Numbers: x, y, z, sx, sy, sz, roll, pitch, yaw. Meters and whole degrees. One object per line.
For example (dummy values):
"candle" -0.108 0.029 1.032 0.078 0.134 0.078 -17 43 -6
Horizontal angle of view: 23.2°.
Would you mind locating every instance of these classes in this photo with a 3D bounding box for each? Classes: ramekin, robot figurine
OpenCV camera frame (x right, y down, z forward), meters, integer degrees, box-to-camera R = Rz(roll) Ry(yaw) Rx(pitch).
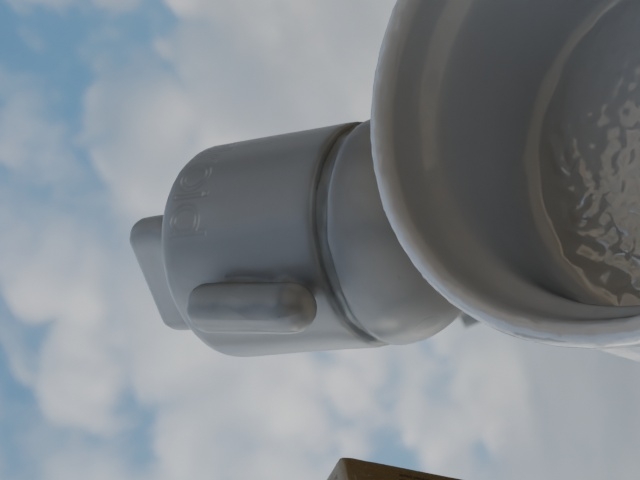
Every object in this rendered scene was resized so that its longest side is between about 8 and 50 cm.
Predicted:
"ramekin" 0.174 -0.068 0.774 0.135 0.277 0.277 25 -135 -48
"robot figurine" 0.000 0.000 1.400 0.300 0.353 0.200 -51 -55 -48

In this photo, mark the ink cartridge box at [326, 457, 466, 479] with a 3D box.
"ink cartridge box" 0.081 0.267 1.134 0.235 0.193 0.088 14 -145 -24
